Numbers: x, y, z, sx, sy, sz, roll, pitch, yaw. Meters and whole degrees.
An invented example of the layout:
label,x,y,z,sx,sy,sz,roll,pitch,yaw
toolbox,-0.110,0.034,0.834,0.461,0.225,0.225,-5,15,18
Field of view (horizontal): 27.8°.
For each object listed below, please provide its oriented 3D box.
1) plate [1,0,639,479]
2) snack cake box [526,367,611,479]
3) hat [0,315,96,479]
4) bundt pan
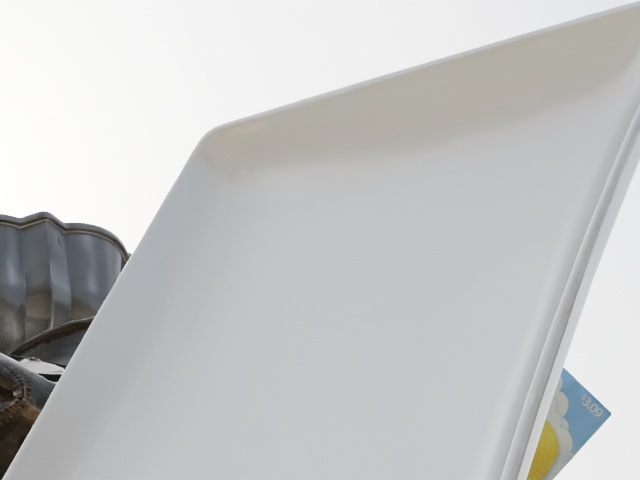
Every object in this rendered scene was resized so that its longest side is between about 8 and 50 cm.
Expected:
label,x,y,z,sx,sy,sz,roll,pitch,yaw
plate,-0.005,0.044,0.496,0.278,0.277,0.045,-11,-47,46
snack cake box,0.093,0.112,1.099,0.264,0.152,0.089,44,-13,7
hat,-0.215,0.139,0.850,0.331,0.331,0.134,-15,-48,27
bundt pan,-0.302,0.131,1.242,0.330,0.124,0.331,-12,-40,-10
